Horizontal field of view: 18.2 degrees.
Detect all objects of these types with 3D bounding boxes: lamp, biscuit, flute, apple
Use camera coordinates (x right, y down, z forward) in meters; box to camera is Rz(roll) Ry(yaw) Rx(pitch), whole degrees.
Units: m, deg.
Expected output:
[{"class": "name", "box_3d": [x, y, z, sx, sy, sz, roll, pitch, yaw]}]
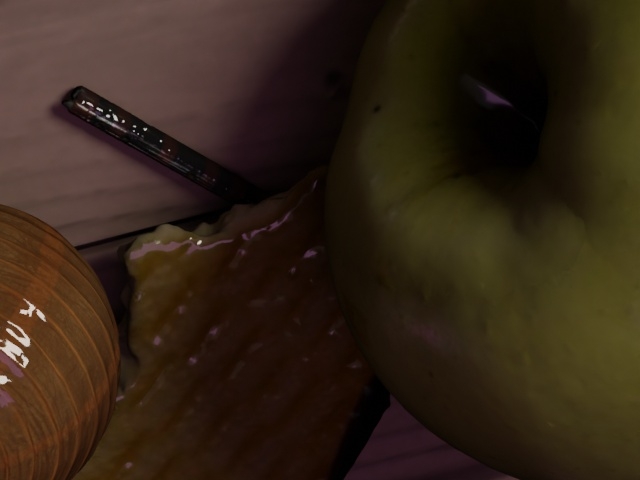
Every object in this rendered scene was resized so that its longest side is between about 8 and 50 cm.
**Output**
[{"class": "lamp", "box_3d": [-0.146, 0.049, 0.795, 0.136, 0.136, 0.136, -7, 115, -15]}, {"class": "biscuit", "box_3d": [-0.060, 0.072, 0.883, 0.229, 0.031, 0.176, -31, 121, 4]}, {"class": "flute", "box_3d": [0.000, 0.000, 0.886, 0.269, 0.014, 0.014, 30, 101, -26]}, {"class": "apple", "box_3d": [0.133, -0.025, 0.790, 0.262, 0.262, 0.262, -7, 115, -15]}]
